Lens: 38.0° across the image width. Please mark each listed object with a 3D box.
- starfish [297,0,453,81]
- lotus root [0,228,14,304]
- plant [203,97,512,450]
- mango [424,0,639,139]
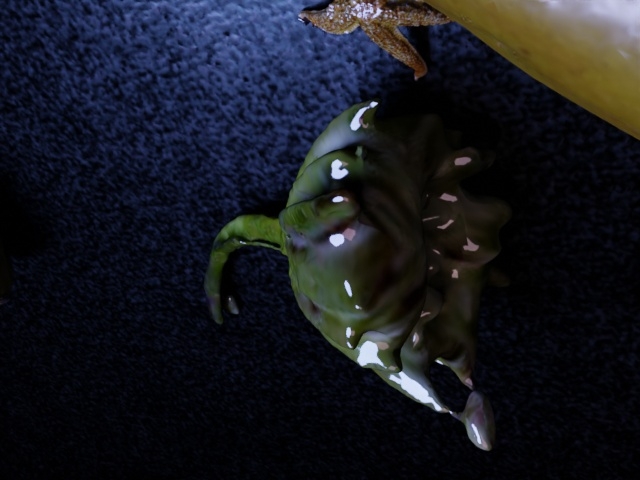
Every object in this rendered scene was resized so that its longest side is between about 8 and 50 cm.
[{"bbox_3d":[0.033,-0.151,0.613,0.130,0.041,0.133,-8,127,35],"label":"starfish"},{"bbox_3d":[-0.409,-0.023,0.906,0.188,0.199,0.180,-8,102,-13],"label":"lotus root"},{"bbox_3d":[-0.023,0.017,0.721,0.333,0.180,0.251,0,120,32],"label":"plant"},{"bbox_3d":[0.189,-0.166,0.384,0.446,0.232,0.300,24,139,20],"label":"mango"}]
